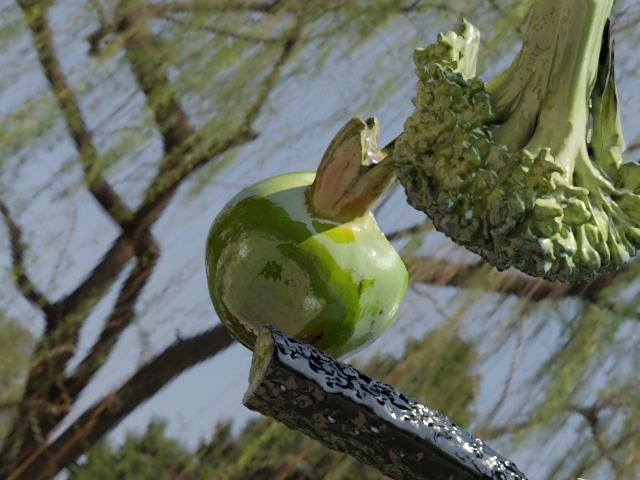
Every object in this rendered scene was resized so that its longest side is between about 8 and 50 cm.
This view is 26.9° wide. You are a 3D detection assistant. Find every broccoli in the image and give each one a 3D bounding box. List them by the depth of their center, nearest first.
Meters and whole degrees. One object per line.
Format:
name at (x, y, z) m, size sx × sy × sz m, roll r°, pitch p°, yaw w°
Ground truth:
broccoli at (0.186, -0.101, 1.108) m, size 0.246 × 0.263 × 0.243 m, roll 8°, pitch -65°, yaw -13°

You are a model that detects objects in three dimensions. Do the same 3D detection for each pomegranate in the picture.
pomegranate at (0.000, 0.000, 1.477) m, size 0.236 × 0.236 × 0.302 m, roll 36°, pitch -52°, yaw 12°

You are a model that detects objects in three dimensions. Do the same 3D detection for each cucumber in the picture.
cucumber at (0.068, 0.161, 1.086) m, size 0.300 × 0.072 × 0.072 m, roll 29°, pitch -31°, yaw -16°

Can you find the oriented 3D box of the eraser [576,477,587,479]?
eraser at (0.295, 0.269, 1.379) m, size 0.027 × 0.019 × 0.099 m, roll 19°, pitch 3°, yaw -21°
